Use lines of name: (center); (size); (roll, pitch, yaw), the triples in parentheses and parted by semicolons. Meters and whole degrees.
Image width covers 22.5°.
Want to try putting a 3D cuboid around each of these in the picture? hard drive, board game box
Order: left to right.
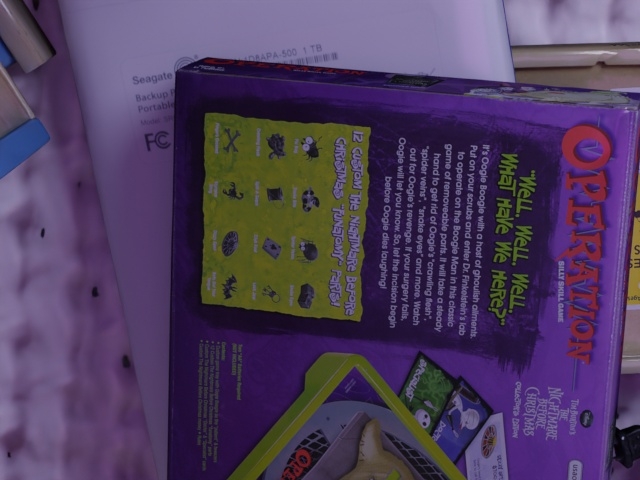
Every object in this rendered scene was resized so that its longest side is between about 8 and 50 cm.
hard drive: (0.000, 0.000, 0.784); (0.210, 0.040, 0.318); (-7, 102, 17)
board game box: (0.032, 0.095, 0.754); (0.208, 0.056, 0.346); (8, 106, 17)

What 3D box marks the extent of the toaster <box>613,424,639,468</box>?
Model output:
toaster: (0.259, 0.157, 0.807); (0.227, 0.129, 0.146); (-5, 104, -2)

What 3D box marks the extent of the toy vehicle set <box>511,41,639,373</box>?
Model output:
toy vehicle set: (0.181, -0.017, 0.813); (0.267, 0.035, 0.166); (-2, 102, -1)

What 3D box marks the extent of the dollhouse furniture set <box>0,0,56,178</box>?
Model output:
dollhouse furniture set: (-0.269, -0.110, 0.644); (0.198, 0.303, 0.286); (-31, 101, 4)
